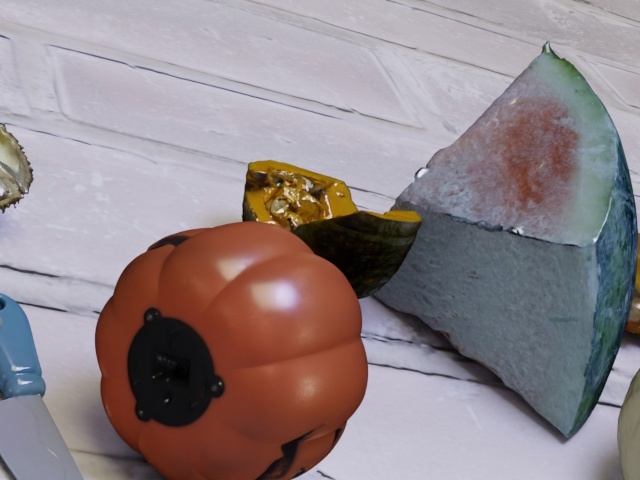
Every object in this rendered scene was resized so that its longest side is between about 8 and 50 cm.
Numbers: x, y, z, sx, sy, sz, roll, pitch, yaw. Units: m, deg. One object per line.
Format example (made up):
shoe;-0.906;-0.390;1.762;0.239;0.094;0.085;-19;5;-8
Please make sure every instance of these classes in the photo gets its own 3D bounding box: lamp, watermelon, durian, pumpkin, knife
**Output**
lamp;-0.055;0.077;1.014;0.188;0.187;0.164;37;27;24
watermelon;0.162;-0.002;1.364;0.258;0.228;0.387;-6;51;6
durian;-0.306;-0.061;1.186;0.140;0.071;0.110;34;28;-13
pumpkin;0.000;0.000;1.300;0.119;0.107;0.183;2;18;-34
knife;-0.200;0.119;0.992;0.058;0.032;0.244;8;34;-35

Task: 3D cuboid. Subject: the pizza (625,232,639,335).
pizza;0.339;0.055;1.542;0.297;0.071;0.189;30;25;8

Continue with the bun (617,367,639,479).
bun;0.400;0.118;1.142;0.364;0.364;0.202;-90;155;-63

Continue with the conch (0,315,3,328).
conch;-0.310;0.044;0.914;0.200;0.131;0.172;41;-16;-35
